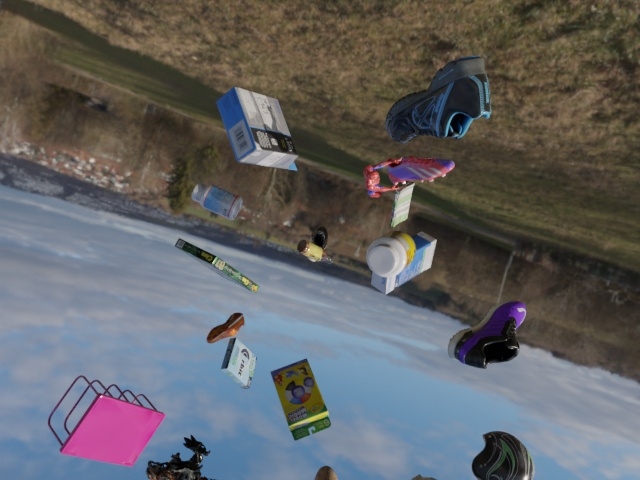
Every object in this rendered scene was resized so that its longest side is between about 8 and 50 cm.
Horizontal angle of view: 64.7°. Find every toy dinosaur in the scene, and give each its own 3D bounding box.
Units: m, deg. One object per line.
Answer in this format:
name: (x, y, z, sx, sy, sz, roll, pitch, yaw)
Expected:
toy dinosaur: (-0.516, 0.903, 1.973, 0.321, 0.219, 0.164, 6, -155, -16)

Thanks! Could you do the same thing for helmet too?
helmet: (0.524, 0.637, 1.445, 0.169, 0.162, 0.169, 35, 167, 10)

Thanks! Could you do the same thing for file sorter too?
file sorter: (-0.730, 0.606, 1.718, 0.182, 0.202, 0.290, 24, 166, 40)

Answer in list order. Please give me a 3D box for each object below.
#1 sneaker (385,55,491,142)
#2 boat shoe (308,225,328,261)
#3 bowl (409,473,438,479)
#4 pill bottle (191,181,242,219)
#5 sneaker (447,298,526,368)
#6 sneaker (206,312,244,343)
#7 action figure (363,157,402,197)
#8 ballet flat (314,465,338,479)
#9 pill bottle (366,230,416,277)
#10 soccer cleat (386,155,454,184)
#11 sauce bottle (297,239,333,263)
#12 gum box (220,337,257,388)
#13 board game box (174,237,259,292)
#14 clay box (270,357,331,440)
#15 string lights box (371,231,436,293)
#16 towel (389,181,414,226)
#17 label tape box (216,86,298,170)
sneaker: (0.264, -0.289, 1.190, 0.125, 0.140, 0.341, -12, 173, -22)
boat shoe: (0.000, 0.000, 1.945, 0.075, 0.065, 0.206, 34, -145, -8)
bowl: (0.226, 0.607, 1.187, 0.080, 0.170, 0.170, 55, -164, 26)
pill bottle: (-0.356, -0.140, 1.740, 0.160, 0.087, 0.087, 24, 177, 2)
sneaker: (0.511, 0.276, 1.424, 0.293, 0.102, 0.146, -28, -155, -25)
sneaker: (-0.323, 0.316, 1.758, 0.064, 0.068, 0.175, 5, -156, 37)
action figure: (0.212, -0.204, 1.682, 0.138, 0.092, 0.280, -9, 177, 10)
ballet flat: (0.018, 0.951, 1.769, 0.107, 0.316, 0.106, 13, 144, -7)
pill bottle: (0.205, 0.040, 1.481, 0.117, 0.117, 0.215, 15, -167, 19)
soccer cleat: (0.329, -0.249, 1.702, 0.248, 0.083, 0.095, -4, 119, 45)
sauce bottle: (-0.011, 0.036, 1.442, 0.128, 0.042, 0.042, 27, 170, -41)
gum box: (-0.365, 0.554, 2.279, 0.041, 0.157, 0.184, -13, 133, 25)
board game box: (-0.278, 0.074, 1.391, 0.136, 0.030, 0.260, 25, 168, 27)
clay box: (-0.061, 0.488, 1.560, 0.127, 0.222, 0.053, -18, 139, -11)
string lights box: (0.306, 0.078, 1.840, 0.259, 0.134, 0.076, -24, -137, -35)
towel: (0.301, -0.131, 1.843, 0.023, 0.152, 0.113, 28, -141, 34)
label tape box: (-0.186, -0.389, 1.801, 0.105, 0.241, 0.333, -28, 167, 32)
